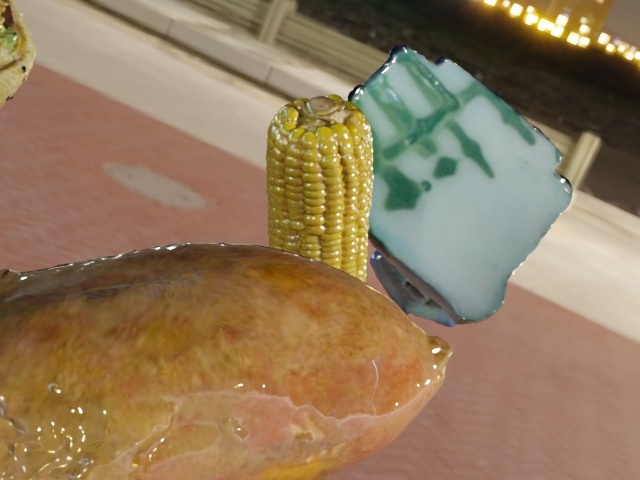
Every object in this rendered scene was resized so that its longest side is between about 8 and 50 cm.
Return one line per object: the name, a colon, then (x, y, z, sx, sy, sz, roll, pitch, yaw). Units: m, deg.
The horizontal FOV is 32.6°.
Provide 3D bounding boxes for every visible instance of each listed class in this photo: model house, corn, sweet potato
model house: (0.123, -0.040, 1.418, 0.295, 0.252, 0.329, 40, -15, 2)
corn: (0.000, 0.000, 0.803, 0.080, 0.231, 0.080, -1, 37, 1)
sweet potato: (-0.149, 0.065, 0.336, 0.385, 0.109, 0.109, -7, 20, -8)

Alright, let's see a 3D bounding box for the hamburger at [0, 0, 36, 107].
hamburger: (-0.425, -0.201, 1.178, 0.288, 0.168, 0.192, -40, 52, -24)
